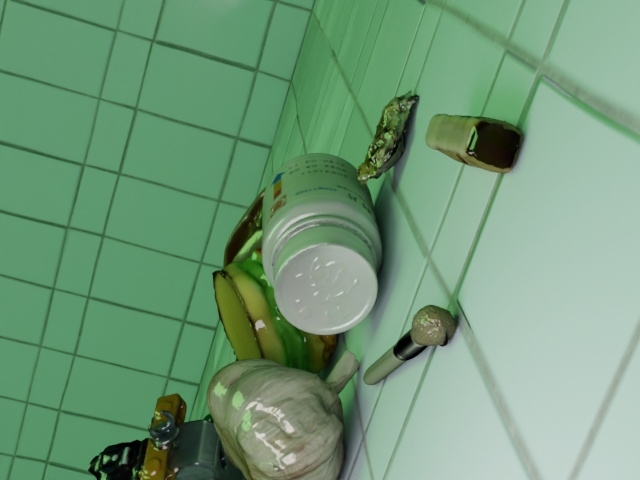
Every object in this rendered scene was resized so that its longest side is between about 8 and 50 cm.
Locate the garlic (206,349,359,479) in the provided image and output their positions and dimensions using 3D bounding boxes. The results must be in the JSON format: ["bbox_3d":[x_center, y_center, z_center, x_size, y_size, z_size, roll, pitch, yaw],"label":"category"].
[{"bbox_3d":[-0.023,0.226,1.265,0.212,0.218,0.218,-34,-6,-21],"label":"garlic"}]

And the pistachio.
[{"bbox_3d":[-0.074,0.017,1.818,0.288,0.197,0.166,-54,45,26],"label":"pistachio"}]

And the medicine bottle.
[{"bbox_3d":[0.000,0.000,1.376,0.293,0.170,0.170,-94,21,-64],"label":"medicine bottle"}]

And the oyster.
[{"bbox_3d":[0.100,-0.150,1.406,0.108,0.053,0.165,-46,22,51],"label":"oyster"}]

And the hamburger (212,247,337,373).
[{"bbox_3d":[-0.063,0.122,1.525,0.237,0.149,0.237,161,90,-73],"label":"hamburger"}]

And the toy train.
[{"bbox_3d":[-0.195,0.403,1.411,0.178,0.249,0.429,-87,-20,-52],"label":"toy train"}]

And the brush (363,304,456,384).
[{"bbox_3d":[0.090,0.128,1.080,0.299,0.042,0.039,117,165,-66],"label":"brush"}]

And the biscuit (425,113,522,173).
[{"bbox_3d":[0.152,-0.103,0.994,0.188,0.056,0.052,-128,53,-80],"label":"biscuit"}]
